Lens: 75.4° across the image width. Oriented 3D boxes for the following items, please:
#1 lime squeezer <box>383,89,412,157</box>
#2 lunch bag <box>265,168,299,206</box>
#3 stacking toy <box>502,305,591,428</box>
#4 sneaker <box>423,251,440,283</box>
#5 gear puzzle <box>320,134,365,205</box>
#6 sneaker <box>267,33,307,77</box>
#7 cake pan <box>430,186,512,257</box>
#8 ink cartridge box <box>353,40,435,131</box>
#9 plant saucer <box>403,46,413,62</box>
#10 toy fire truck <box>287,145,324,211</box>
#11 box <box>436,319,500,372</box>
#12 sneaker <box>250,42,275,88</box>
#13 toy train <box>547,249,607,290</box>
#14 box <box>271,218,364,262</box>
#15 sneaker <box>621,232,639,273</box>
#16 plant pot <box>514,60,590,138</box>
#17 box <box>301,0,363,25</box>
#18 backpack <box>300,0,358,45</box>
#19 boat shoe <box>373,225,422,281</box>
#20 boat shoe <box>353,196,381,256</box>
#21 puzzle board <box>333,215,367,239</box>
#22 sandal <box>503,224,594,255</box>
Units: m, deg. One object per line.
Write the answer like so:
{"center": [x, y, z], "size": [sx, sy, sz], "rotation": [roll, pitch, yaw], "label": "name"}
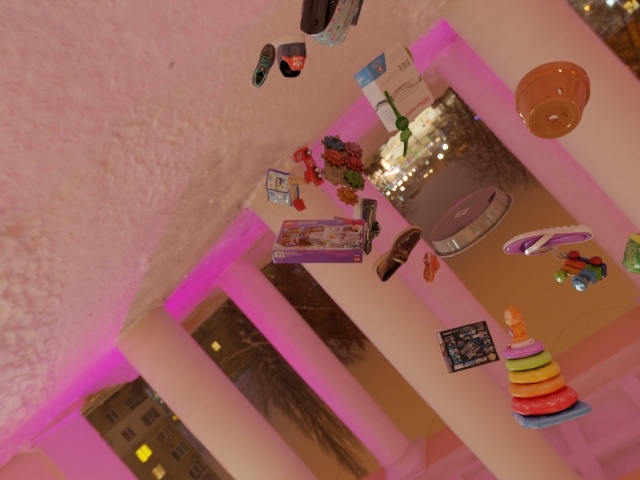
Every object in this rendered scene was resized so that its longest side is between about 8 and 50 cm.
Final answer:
{"center": [0.322, -0.443, 1.625], "size": [0.058, 0.311, 0.110], "rotation": [-18, 157, 19], "label": "lime squeezer"}
{"center": [-0.168, -0.237, 1.826], "size": [0.096, 0.128, 0.151], "rotation": [-54, 152, -46], "label": "lunch bag"}
{"center": [0.555, 0.323, 1.103], "size": [0.165, 0.302, 0.175], "rotation": [-18, 170, 5], "label": "stacking toy"}
{"center": [0.452, 0.108, 1.663], "size": [0.175, 0.067, 0.064], "rotation": [-68, 179, -50], "label": "sneaker"}
{"center": [0.087, -0.263, 1.508], "size": [0.044, 0.175, 0.339], "rotation": [125, -27, -48], "label": "gear puzzle"}
{"center": [-0.140, -0.747, 1.709], "size": [0.131, 0.148, 0.350], "rotation": [-8, -161, -11], "label": "sneaker"}
{"center": [0.466, -0.066, 1.318], "size": [0.293, 0.054, 0.293], "rotation": [-43, -173, 7], "label": "cake pan"}
{"center": [0.331, -0.680, 1.853], "size": [0.223, 0.308, 0.129], "rotation": [-41, -165, -17], "label": "ink cartridge box"}
{"center": [0.389, -0.844, 2.086], "size": [0.037, 0.241, 0.241], "rotation": [5, 149, -33], "label": "plant saucer"}
{"center": [-0.063, -0.210, 1.423], "size": [0.135, 0.192, 0.047], "rotation": [-27, -172, -7], "label": "toy fire truck"}
{"center": [0.628, 0.452, 1.769], "size": [0.220, 0.175, 0.051], "rotation": [-12, 162, -9], "label": "box"}
{"center": [-0.206, -0.632, 1.513], "size": [0.076, 0.064, 0.167], "rotation": [-110, -139, -61], "label": "sneaker"}
{"center": [1.007, 0.115, 1.696], "size": [0.143, 0.105, 0.248], "rotation": [-34, -151, -19], "label": "toy train"}
{"center": [0.000, 0.000, 1.394], "size": [0.292, 0.057, 0.201], "rotation": [0, -148, 9], "label": "box"}
{"center": [1.087, 0.064, 1.377], "size": [0.295, 0.109, 0.124], "rotation": [-26, 132, -59], "label": "sneaker"}
{"center": [0.977, -0.571, 1.752], "size": [0.291, 0.290, 0.204], "rotation": [-44, -159, 52], "label": "plant pot"}
{"center": [0.053, -0.948, 1.613], "size": [0.232, 0.059, 0.183], "rotation": [-3, 146, -16], "label": "box"}
{"center": [0.024, -0.606, 1.073], "size": [0.115, 0.151, 0.182], "rotation": [6, 104, -48], "label": "backpack"}
{"center": [0.407, 0.077, 2.118], "size": [0.342, 0.123, 0.123], "rotation": [-49, -148, 23], "label": "boat shoe"}
{"center": [0.222, -0.050, 1.929], "size": [0.121, 0.119, 0.335], "rotation": [-67, 156, -42], "label": "boat shoe"}
{"center": [0.103, -0.031, 1.521], "size": [0.011, 0.128, 0.097], "rotation": [-40, 140, -67], "label": "puzzle board"}
{"center": [1.104, 0.019, 2.040], "size": [0.416, 0.169, 0.102], "rotation": [-21, -131, 44], "label": "sandal"}
